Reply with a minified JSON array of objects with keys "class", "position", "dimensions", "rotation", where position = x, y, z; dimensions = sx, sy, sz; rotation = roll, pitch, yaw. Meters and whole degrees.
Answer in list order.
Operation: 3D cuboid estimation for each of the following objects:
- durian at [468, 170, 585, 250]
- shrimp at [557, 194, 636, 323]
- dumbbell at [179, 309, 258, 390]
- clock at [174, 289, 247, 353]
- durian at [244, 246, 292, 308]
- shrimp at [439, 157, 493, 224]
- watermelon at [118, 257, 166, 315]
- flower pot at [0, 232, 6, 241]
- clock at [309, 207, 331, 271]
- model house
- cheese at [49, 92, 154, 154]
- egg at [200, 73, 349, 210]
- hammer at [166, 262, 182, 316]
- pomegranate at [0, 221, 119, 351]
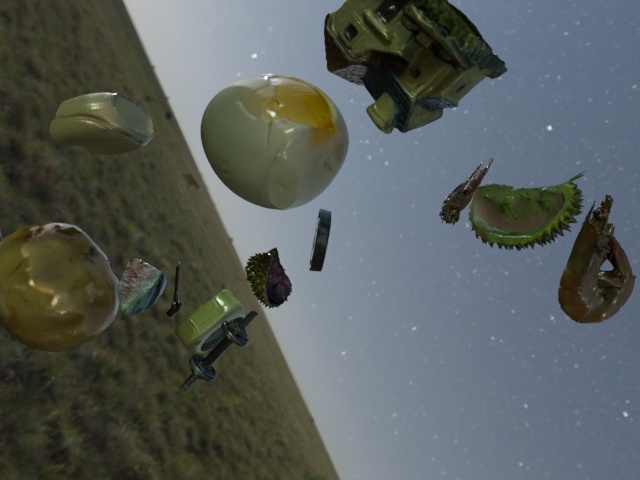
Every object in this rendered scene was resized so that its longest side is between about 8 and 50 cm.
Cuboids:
[{"class":"durian","position":[0.513,-0.069,1.591],"dimensions":[0.352,0.158,0.169],"rotation":[2,-66,57]},{"class":"shrimp","position":[0.602,0.048,1.313],"dimensions":[0.063,0.152,0.287],"rotation":[-57,159,-70]},{"class":"dumbbell","position":[-0.238,0.258,1.443],"dimensions":[0.081,0.254,0.081],"rotation":[43,5,-4]},{"class":"clock","position":[-0.272,0.219,1.594],"dimensions":[0.069,0.170,0.232],"rotation":[48,-10,16]},{"class":"durian","position":[-0.160,0.107,1.657],"dimensions":[0.108,0.119,0.187],"rotation":[17,-35,29]},{"class":"shrimp","position":[0.344,-0.116,1.433],"dimensions":[0.053,0.236,0.133],"rotation":[46,-40,-2]},{"class":"watermelon","position":[-0.380,0.094,1.319],"dimensions":[0.180,0.094,0.081],"rotation":[-99,-151,-63]},{"class":"flower pot","position":[-1.052,0.108,1.869],"dimensions":[0.379,0.251,0.379],"rotation":[45,-36,48]},{"class":"clock","position":[0.000,0.000,2.073],"dimensions":[0.215,0.042,0.215],"rotation":[-170,-90,-87]},{"class":"model house","position":[0.153,-0.376,1.213],"dimensions":[0.261,0.266,0.321],"rotation":[4,48,-57]},{"class":"cheese","position":[-0.610,-0.319,1.733],"dimensions":[0.266,0.233,0.127],"rotation":[20,61,-74]},{"class":"egg","position":[-0.108,-0.217,1.334],"dimensions":[0.345,0.283,0.283],"rotation":[29,-31,35]},{"class":"hammer","position":[-0.402,0.130,1.718],"dimensions":[0.021,0.065,0.178],"rotation":[24,36,-30]},{"class":"pomegranate","position":[-0.678,0.121,1.563],"dimensions":[0.332,0.332,0.332],"rotation":[156,-90,-82]}]
